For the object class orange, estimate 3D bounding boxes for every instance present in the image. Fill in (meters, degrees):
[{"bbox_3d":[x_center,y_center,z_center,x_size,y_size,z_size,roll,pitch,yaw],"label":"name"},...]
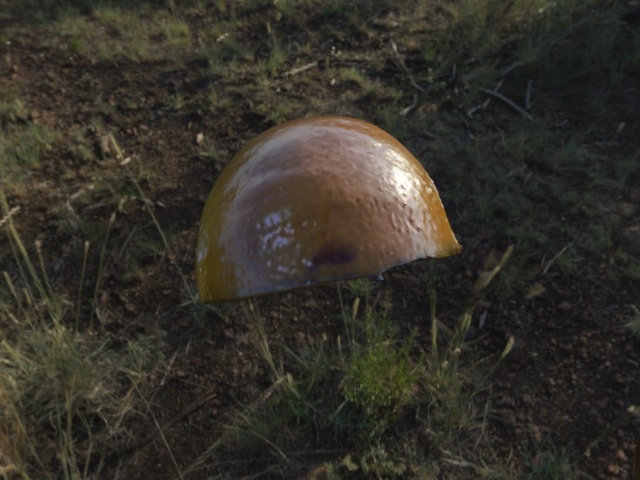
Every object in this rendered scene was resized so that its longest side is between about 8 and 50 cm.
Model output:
[{"bbox_3d":[0.003,-0.003,0.570,0.275,0.274,0.310,-3,32,3],"label":"orange"}]

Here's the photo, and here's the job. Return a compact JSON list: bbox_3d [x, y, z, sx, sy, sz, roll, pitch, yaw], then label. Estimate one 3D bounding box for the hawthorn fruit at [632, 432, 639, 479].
[{"bbox_3d":[0.363,0.182,0.393,0.301,0.267,0.267,29,48,2],"label":"hawthorn fruit"}]
